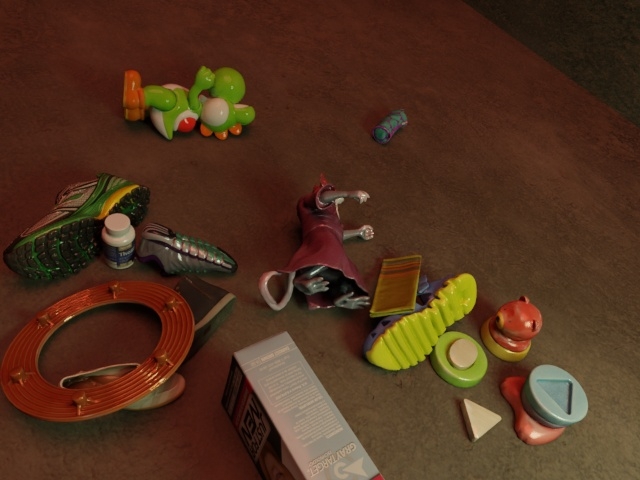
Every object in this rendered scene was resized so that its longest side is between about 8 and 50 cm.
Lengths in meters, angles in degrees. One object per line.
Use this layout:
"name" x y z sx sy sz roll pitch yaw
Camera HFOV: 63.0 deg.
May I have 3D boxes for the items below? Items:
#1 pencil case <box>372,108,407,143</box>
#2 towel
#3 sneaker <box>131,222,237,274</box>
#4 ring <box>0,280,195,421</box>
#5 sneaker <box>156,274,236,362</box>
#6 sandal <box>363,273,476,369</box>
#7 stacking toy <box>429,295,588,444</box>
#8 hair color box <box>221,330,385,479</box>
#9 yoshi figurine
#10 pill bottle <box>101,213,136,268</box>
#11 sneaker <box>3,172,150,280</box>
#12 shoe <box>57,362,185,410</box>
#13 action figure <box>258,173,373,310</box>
"pencil case" 0.230 -0.376 1.715 0.070 0.064 0.151 21 44 24
"towel" 0.177 0.099 1.211 0.102 0.021 0.237 -13 22 20
"sneaker" -0.301 0.043 1.167 0.224 0.098 0.083 25 12 -22
"ring" -0.400 0.177 0.948 0.337 0.032 0.336 -3 36 2
"sneaker" -0.281 0.160 1.055 0.118 0.083 0.222 27 36 14
"sandal" 0.211 0.175 1.185 0.318 0.126 0.138 -30 26 -29
"stacking toy" 0.409 0.273 1.131 0.280 0.130 0.308 -3 50 -21
"hair color box" -0.025 0.361 0.869 0.114 0.185 0.374 -19 57 -32
"yoshi figurine" -0.365 -0.417 1.478 0.363 0.202 0.203 2 42 -20
"pill bottle" -0.430 0.001 1.115 0.067 0.120 0.067 9 47 -10
"sneaker" -0.534 -0.037 1.130 0.146 0.134 0.343 23 37 13
"shoe" -0.355 0.263 0.941 0.219 0.058 0.076 1 49 -17
"action figure" 0.000 0.000 1.248 0.276 0.248 0.370 -15 51 4
